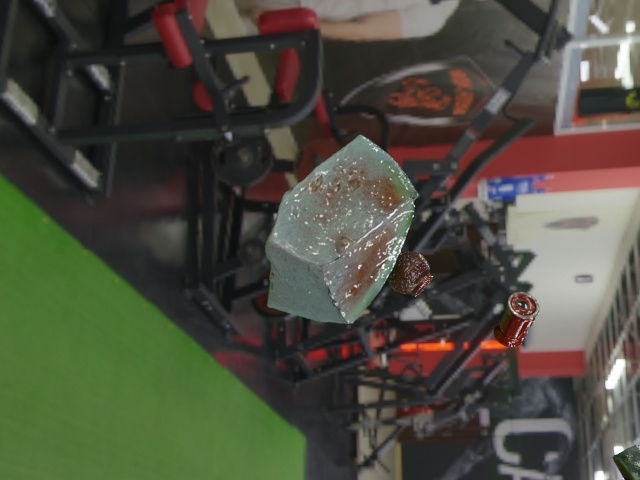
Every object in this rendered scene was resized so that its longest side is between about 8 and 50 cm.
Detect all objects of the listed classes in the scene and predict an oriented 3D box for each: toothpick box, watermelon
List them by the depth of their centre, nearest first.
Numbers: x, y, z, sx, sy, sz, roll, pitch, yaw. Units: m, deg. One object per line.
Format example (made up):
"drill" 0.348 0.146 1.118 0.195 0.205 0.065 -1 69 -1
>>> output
"toothpick box" 0.281 0.116 1.307 0.083 0.047 0.047 100 -4 -51
"watermelon" 0.556 0.398 1.582 0.072 0.092 0.084 120 -38 -52
"watermelon" 0.000 0.000 1.681 0.258 0.228 0.387 4 124 -56

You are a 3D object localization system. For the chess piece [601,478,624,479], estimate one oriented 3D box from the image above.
"chess piece" 0.699 0.490 1.683 0.234 0.442 0.234 62 2 -3

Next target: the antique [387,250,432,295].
"antique" 0.195 0.071 2.027 0.104 0.104 0.104 -3 90 -80
